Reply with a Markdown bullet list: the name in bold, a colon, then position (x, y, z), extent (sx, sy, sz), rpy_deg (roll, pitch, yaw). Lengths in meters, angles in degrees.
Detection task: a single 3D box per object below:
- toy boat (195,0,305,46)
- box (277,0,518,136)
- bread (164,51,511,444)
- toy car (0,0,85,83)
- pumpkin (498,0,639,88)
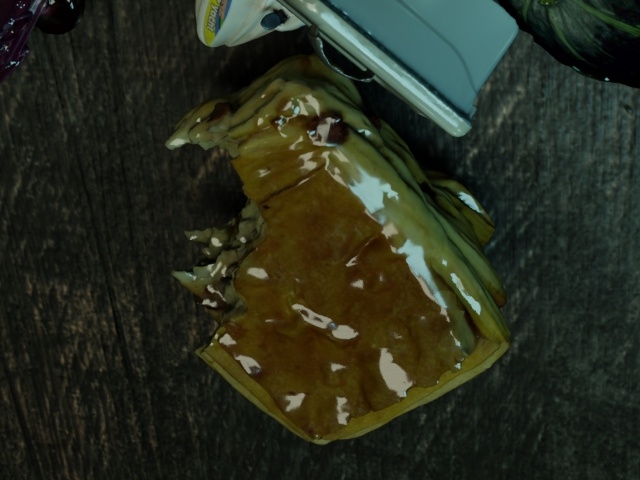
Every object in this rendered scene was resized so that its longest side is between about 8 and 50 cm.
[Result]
- **toy boat**: position (-0.026, -0.272, 1.622), extent (0.141, 0.141, 0.269), rpy_deg (16, 124, 2)
- **box**: position (0.047, -0.196, 1.523), extent (0.227, 0.162, 0.130), rpy_deg (35, 95, -35)
- **bread**: position (0.000, 0.000, 1.803), extent (0.314, 0.191, 0.370), rpy_deg (-28, 111, 36)
- **toy car**: position (-0.352, -0.282, 1.657), extent (0.240, 0.271, 0.340), rpy_deg (42, 126, 7)
- **pumpkin**: position (0.279, -0.280, 1.480), extent (0.296, 0.296, 0.296), rpy_deg (7, 129, 9)
